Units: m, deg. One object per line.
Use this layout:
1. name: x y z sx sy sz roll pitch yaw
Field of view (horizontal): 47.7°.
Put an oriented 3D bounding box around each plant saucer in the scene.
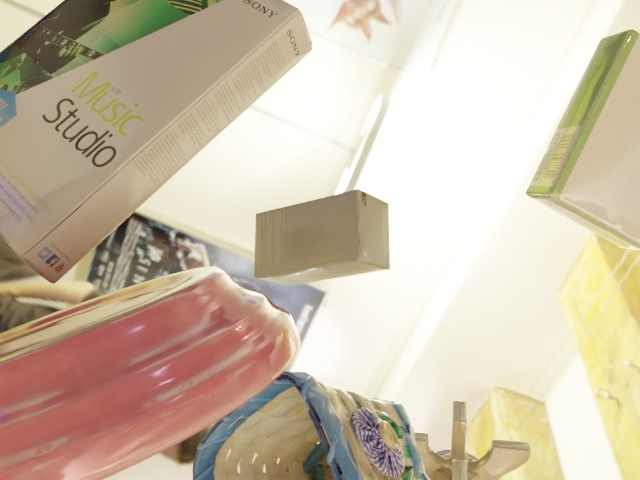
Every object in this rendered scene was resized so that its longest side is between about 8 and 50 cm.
1. plant saucer: -0.183 0.099 0.557 0.332 0.331 0.084 -118 -170 -85

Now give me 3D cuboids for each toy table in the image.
1. toy table: 0.258 0.440 1.356 0.274 0.252 0.161 -95 -176 -67

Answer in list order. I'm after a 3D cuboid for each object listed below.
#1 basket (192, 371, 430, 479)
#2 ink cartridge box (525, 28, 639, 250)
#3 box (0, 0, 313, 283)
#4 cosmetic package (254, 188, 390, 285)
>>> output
1. basket: -0.041 0.218 0.533 0.201 0.288 0.255 -51 -131 38
2. ink cartridge box: 0.336 -0.065 0.684 0.171 0.235 0.056 -64 -168 -2
3. box: -0.198 -0.144 0.680 0.322 0.232 0.058 -45 149 -14
4. cosmetic package: 0.000 0.000 1.262 0.237 0.107 0.127 -8 -107 35
